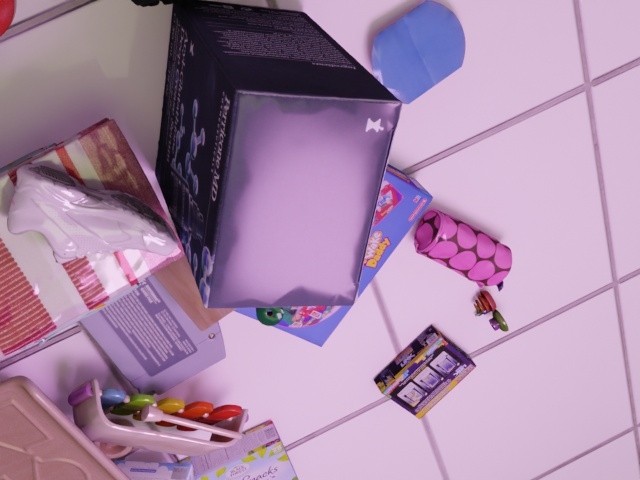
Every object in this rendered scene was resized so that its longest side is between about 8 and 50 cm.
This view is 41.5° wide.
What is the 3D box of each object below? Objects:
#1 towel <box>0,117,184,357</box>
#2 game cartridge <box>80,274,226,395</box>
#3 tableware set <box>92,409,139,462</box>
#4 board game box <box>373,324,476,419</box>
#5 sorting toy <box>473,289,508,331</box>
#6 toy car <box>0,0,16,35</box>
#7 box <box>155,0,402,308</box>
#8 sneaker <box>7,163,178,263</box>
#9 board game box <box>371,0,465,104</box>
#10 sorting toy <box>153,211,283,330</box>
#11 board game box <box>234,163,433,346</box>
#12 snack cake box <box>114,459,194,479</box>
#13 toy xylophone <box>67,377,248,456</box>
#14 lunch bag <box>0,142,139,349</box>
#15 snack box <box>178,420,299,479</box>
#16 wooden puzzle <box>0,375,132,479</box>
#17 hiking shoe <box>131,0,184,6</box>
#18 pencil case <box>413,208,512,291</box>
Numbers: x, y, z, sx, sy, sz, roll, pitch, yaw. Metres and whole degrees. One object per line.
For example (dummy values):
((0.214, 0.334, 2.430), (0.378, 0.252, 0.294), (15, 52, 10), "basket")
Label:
((-0.379, 0.004, 1.173), (0.329, 0.037, 0.237), (-31, 118, -15), "towel")
((-0.292, 0.131, 1.460), (0.198, 0.062, 0.297), (-31, 126, -6), "game cartridge")
((-0.431, 0.407, 1.582), (0.194, 0.039, 0.128), (-33, 126, 0), "tableware set")
((0.218, 0.274, 1.752), (0.170, 0.048, 0.141), (-44, 127, 8), "board game box")
((0.339, 0.149, 1.716), (0.042, 0.061, 0.102), (-30, 103, -1), "sorting toy")
((-0.490, -0.277, 0.996), (0.210, 0.238, 0.219), (12, 118, -10), "toy car")
((-0.083, -0.132, 1.169), (0.212, 0.395, 0.293), (0, 119, -22), "box")
((-0.309, -0.015, 1.140), (0.232, 0.090, 0.115), (22, 104, -22), "sneaker")
((0.154, -0.310, 1.379), (0.169, 0.033, 0.133), (-36, 121, -4), "board game box")
((-0.186, 0.050, 1.382), (0.132, 0.046, 0.274), (-35, 107, 7), "sorting toy")
((0.000, 0.000, 1.478), (0.233, 0.078, 0.347), (27, 107, -32), "board game box")
((-0.315, 0.543, 1.634), (0.152, 0.089, 0.264), (2, 128, 2), "snack cake box")
((-0.267, 0.314, 1.486), (0.323, 0.081, 0.236), (23, 147, -37), "toy xylophone")
((-0.427, 0.022, 1.276), (0.223, 0.160, 0.262), (-29, 120, -4), "lunch bag")
((-0.159, 0.482, 1.717), (0.207, 0.070, 0.174), (-23, 126, -8), "snack box")
((-0.543, 0.370, 1.464), (0.348, 0.080, 0.322), (-20, 126, 14), "wooden puzzle")
((-0.125, -0.410, 1.158), (0.304, 0.113, 0.132), (-17, 103, -25), "hiking shoe")
((0.266, 0.020, 1.592), (0.209, 0.095, 0.098), (27, 123, -30), "pencil case")
